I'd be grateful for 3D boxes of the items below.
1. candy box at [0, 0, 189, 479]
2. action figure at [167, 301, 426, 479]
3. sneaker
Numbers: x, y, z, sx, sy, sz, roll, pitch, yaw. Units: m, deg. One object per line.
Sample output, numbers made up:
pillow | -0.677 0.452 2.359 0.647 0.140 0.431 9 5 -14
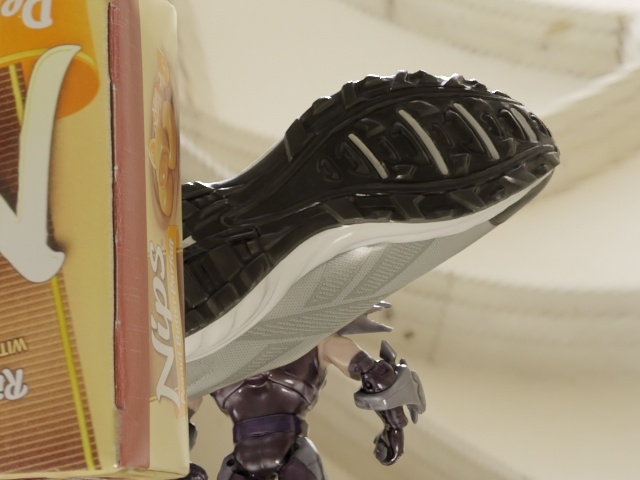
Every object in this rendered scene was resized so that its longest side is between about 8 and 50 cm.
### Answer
candy box | -0.212 0.004 0.741 0.316 0.183 0.087 -4 171 11
action figure | -0.030 0.139 1.207 0.185 0.099 0.285 -16 -126 19
sneaker | 0.000 0.000 1.038 0.271 0.108 0.100 -26 -122 -12
